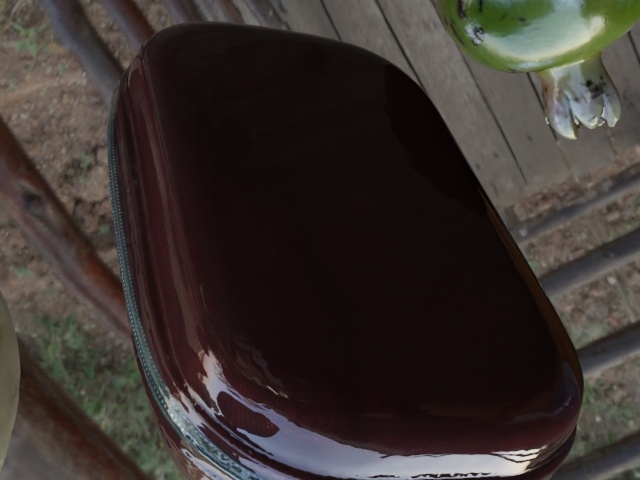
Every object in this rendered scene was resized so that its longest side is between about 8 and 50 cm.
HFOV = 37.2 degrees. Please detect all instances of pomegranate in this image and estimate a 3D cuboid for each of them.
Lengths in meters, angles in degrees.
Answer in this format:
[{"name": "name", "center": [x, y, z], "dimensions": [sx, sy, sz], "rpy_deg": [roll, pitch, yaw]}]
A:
[{"name": "pomegranate", "center": [0.203, -0.204, 0.795], "dimensions": [0.210, 0.179, 0.179], "rpy_deg": [39, 115, -18]}]

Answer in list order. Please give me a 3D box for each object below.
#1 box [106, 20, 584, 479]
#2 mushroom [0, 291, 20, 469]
[{"name": "box", "center": [0.000, 0.000, 0.609], "dimensions": [0.263, 0.403, 0.108], "rpy_deg": [6, 130, -22]}, {"name": "mushroom", "center": [-0.335, 0.129, 0.609], "dimensions": [0.315, 0.356, 0.315], "rpy_deg": [0, 89, -4]}]
